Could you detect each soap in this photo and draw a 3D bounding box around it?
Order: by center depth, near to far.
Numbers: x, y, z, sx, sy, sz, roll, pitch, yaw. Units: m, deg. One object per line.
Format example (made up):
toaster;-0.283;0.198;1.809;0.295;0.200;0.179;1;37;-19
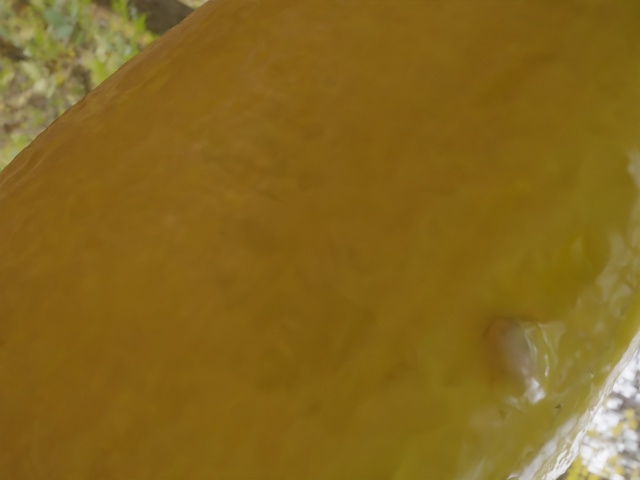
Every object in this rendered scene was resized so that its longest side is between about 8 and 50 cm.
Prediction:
soap;0.001;0.001;0.554;0.427;0.306;0.115;-45;157;-21
